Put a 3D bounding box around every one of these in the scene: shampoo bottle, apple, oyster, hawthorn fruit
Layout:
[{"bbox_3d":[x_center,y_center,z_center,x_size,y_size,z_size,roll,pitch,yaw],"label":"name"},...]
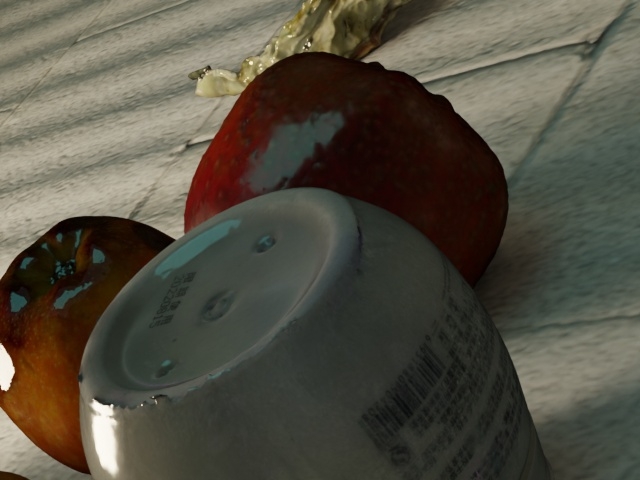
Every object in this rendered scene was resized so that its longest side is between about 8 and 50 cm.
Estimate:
[{"bbox_3d":[-0.001,0.127,1.209,0.273,0.266,0.273,-27,25,14],"label":"shampoo bottle"},{"bbox_3d":[-0.184,0.090,1.629,0.230,0.230,0.230,-32,24,16],"label":"apple"},{"bbox_3d":[0.005,-0.238,2.112,0.354,0.107,0.201,-34,0,44],"label":"oyster"},{"bbox_3d":[0.000,0.000,1.494,0.300,0.254,0.254,-53,24,-4],"label":"hawthorn fruit"}]

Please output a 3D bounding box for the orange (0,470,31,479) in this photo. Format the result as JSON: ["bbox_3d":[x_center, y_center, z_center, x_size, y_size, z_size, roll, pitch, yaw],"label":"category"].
[{"bbox_3d":[-0.295,0.262,1.575,0.155,0.155,0.134,-22,70,35],"label":"orange"}]
